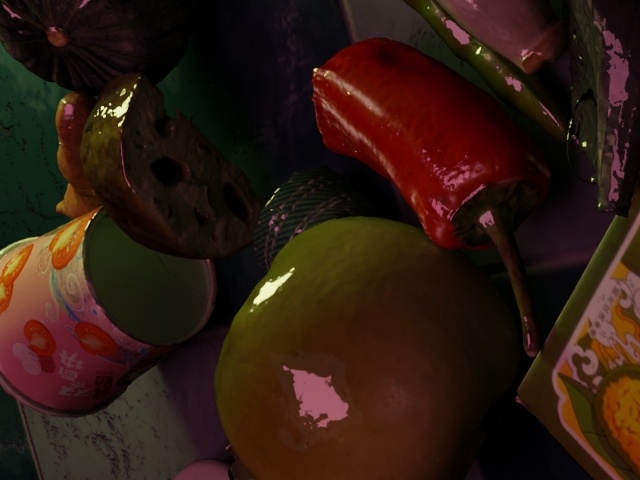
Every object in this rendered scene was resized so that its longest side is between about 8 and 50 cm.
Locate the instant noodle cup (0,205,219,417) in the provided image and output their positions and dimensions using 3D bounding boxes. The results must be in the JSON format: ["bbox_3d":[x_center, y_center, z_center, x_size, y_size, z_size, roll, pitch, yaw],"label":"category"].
[{"bbox_3d":[-0.265,0.074,1.767,0.231,0.243,0.243,-28,81,45],"label":"instant noodle cup"}]

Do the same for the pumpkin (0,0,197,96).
[{"bbox_3d":[-0.256,-0.284,1.643,0.249,0.216,0.250,11,118,21],"label":"pumpkin"}]

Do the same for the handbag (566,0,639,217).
[{"bbox_3d":[0.224,-0.133,1.106,0.088,0.270,0.175,8,113,3],"label":"handbag"}]

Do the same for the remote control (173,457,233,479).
[{"bbox_3d":[-0.116,0.428,1.801,0.221,0.103,0.332,20,118,39],"label":"remote control"}]

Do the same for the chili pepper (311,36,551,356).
[{"bbox_3d":[0.131,-0.063,1.274,0.338,0.131,0.135,45,156,43],"label":"chili pepper"}]

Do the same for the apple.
[{"bbox_3d":[0.030,0.143,1.354,0.257,0.233,0.295,27,140,11],"label":"apple"}]

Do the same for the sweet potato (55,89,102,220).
[{"bbox_3d":[-0.271,-0.092,1.775,0.354,0.106,0.095,118,159,-69],"label":"sweet potato"}]

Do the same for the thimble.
[{"bbox_3d":[-0.001,-0.001,1.491,0.090,0.118,0.135,45,134,33],"label":"thimble"}]

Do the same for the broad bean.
[{"bbox_3d":[0.134,-0.184,1.309,0.043,0.060,0.297,-45,65,6],"label":"broad bean"}]

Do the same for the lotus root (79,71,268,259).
[{"bbox_3d":[-0.172,-0.069,1.603,0.119,0.138,0.235,-4,131,51],"label":"lotus root"}]

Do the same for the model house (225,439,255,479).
[{"bbox_3d":[-0.050,0.290,1.653,0.181,0.176,0.248,-35,45,12],"label":"model house"}]

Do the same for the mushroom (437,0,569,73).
[{"bbox_3d":[0.100,-0.285,1.271,0.097,0.109,0.351,-43,68,30],"label":"mushroom"}]

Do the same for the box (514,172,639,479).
[{"bbox_3d":[0.372,0.093,1.048,0.373,0.138,0.420,49,135,30],"label":"box"}]
